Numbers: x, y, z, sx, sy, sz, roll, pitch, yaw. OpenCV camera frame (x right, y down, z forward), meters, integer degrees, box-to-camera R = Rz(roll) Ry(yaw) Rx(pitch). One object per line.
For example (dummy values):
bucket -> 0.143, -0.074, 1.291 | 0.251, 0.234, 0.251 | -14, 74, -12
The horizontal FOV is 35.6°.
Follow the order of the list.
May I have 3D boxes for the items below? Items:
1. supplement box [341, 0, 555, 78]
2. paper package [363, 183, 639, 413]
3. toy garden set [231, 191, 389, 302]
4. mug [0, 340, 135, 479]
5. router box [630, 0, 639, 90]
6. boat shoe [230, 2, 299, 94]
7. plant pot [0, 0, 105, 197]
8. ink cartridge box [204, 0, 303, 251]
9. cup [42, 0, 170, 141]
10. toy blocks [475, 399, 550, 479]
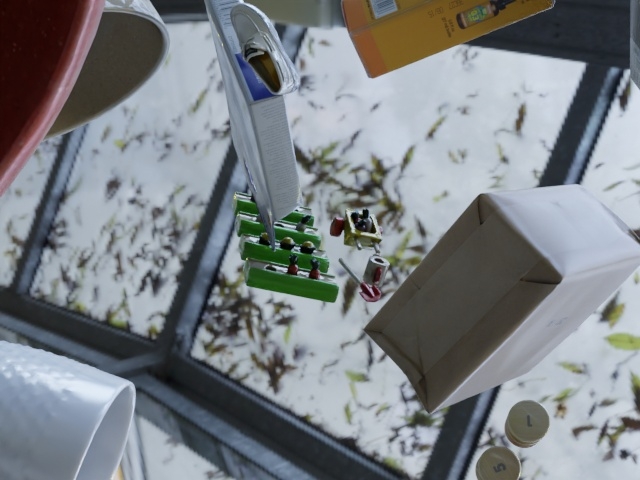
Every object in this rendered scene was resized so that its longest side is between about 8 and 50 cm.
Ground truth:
supplement box -> 0.147, -0.277, 1.162 | 0.233, 0.078, 0.080 | -19, -133, 12
paper package -> 0.279, 0.080, 1.480 | 0.168, 0.325, 0.309 | 50, -59, 22
toy garden set -> 0.000, 0.000, 1.246 | 0.244, 0.203, 0.049 | -110, -145, -63
mug -> -0.464, 0.270, 1.473 | 0.328, 0.374, 0.276 | 19, -76, 3
router box -> 0.468, -0.289, 1.096 | 0.243, 0.309, 0.081 | -28, -118, 5
boat shoe -> -0.059, -0.180, 0.942 | 0.035, 0.035, 0.100 | -31, -91, 36
plant pot -> -0.247, -0.118, 0.279 | 0.265, 0.272, 0.272 | 43, -52, 17
ink cartridge box -> -0.074, -0.139, 1.153 | 0.224, 0.045, 0.223 | 84, -12, -47
cup -> -0.378, -0.279, 1.179 | 0.331, 0.331, 0.237 | -35, -102, 46
toy blocks -> 0.247, 0.271, 1.294 | 0.054, 0.148, 0.123 | 33, -100, 15
